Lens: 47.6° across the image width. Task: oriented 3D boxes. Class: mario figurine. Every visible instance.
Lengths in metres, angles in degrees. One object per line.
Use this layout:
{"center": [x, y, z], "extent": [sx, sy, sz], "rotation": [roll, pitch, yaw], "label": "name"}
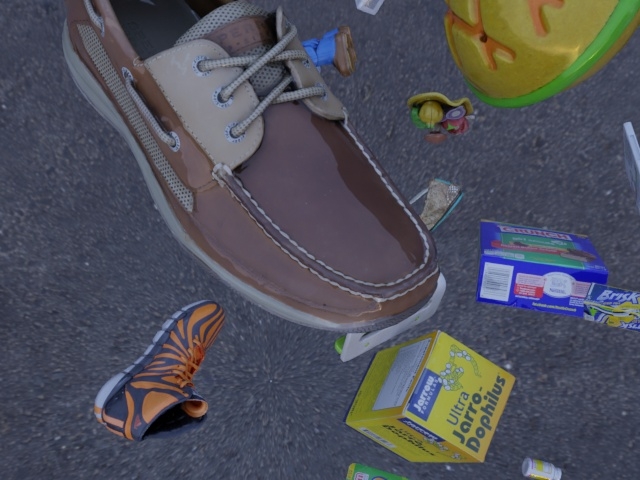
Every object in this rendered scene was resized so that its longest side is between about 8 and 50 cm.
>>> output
{"center": [-0.084, -0.324, 1.456], "extent": [0.320, 0.198, 0.170], "rotation": [-9, 80, 13], "label": "mario figurine"}

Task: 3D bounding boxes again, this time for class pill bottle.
{"center": [0.521, 0.542, 1.708], "extent": [0.083, 0.043, 0.043], "rotation": [16, 78, -3], "label": "pill bottle"}

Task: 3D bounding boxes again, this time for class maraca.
{"center": [0.135, -0.149, 0.391], "extent": [0.099, 0.185, 0.127], "rotation": [5, 63, -29], "label": "maraca"}

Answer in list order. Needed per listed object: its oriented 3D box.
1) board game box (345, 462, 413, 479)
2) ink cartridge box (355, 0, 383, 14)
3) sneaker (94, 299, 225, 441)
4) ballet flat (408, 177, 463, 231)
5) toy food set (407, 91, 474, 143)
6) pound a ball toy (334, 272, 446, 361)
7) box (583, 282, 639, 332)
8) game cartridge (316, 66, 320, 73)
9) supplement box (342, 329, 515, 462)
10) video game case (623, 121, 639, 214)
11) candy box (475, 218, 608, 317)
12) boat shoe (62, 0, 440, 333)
{"center": [0.152, 0.407, 1.026], "extent": [0.259, 0.039, 0.124], "rotation": [18, 39, 3], "label": "board game box"}
{"center": [0.128, -0.636, 1.595], "extent": [0.056, 0.181, 0.225], "rotation": [15, 46, -23], "label": "ink cartridge box"}
{"center": [-0.252, 0.255, 1.365], "extent": [0.180, 0.125, 0.321], "rotation": [17, 52, 35], "label": "sneaker"}
{"center": [0.165, -0.028, 1.235], "extent": [0.067, 0.206, 0.073], "rotation": [35, 34, 5], "label": "ballet flat"}
{"center": [0.255, -0.247, 1.521], "extent": [0.128, 0.218, 0.071], "rotation": [0, 84, 20], "label": "toy food set"}
{"center": [0.075, 0.101, 1.490], "extent": [0.319, 0.136, 0.208], "rotation": [-20, 49, -35], "label": "pound a ball toy"}
{"center": [0.597, 0.135, 1.393], "extent": [0.169, 0.054, 0.059], "rotation": [13, 49, 31], "label": "box"}
{"center": [-0.114, -0.342, 1.813], "extent": [0.196, 0.294, 0.060], "rotation": [-17, 122, 27], "label": "game cartridge"}
{"center": [0.223, 0.351, 1.579], "extent": [0.195, 0.356, 0.194], "rotation": [32, 67, -7], "label": "supplement box"}
{"center": [0.670, -0.149, 1.542], "extent": [0.019, 0.157, 0.143], "rotation": [-12, 53, 17], "label": "video game case"}
{"center": [0.495, 0.058, 1.671], "extent": [0.268, 0.317, 0.122], "rotation": [8, 105, 9], "label": "candy box"}
{"center": [-0.056, -0.079, 0.430], "extent": [0.123, 0.116, 0.324], "rotation": [-34, 67, -31], "label": "boat shoe"}
